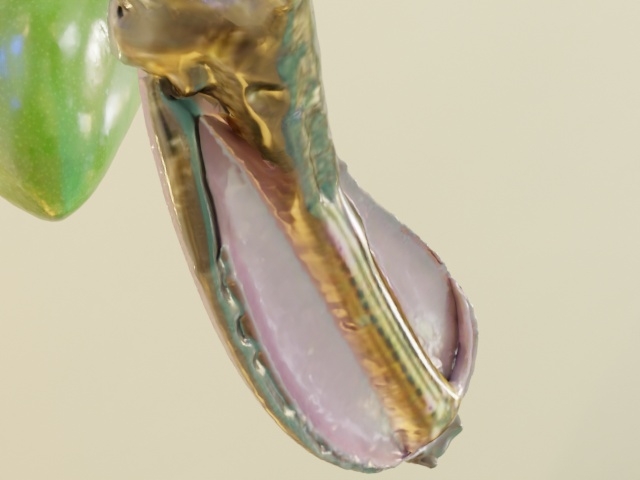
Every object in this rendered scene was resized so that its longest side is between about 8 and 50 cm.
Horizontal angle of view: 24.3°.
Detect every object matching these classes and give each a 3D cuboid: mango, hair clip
[{"bbox_3d":[-0.237,-0.165,1.275,0.201,0.382,0.225,3,-45,-12],"label":"mango"},{"bbox_3d":[-0.001,0.002,0.688,0.096,0.110,0.358,-9,-44,14],"label":"hair clip"}]
